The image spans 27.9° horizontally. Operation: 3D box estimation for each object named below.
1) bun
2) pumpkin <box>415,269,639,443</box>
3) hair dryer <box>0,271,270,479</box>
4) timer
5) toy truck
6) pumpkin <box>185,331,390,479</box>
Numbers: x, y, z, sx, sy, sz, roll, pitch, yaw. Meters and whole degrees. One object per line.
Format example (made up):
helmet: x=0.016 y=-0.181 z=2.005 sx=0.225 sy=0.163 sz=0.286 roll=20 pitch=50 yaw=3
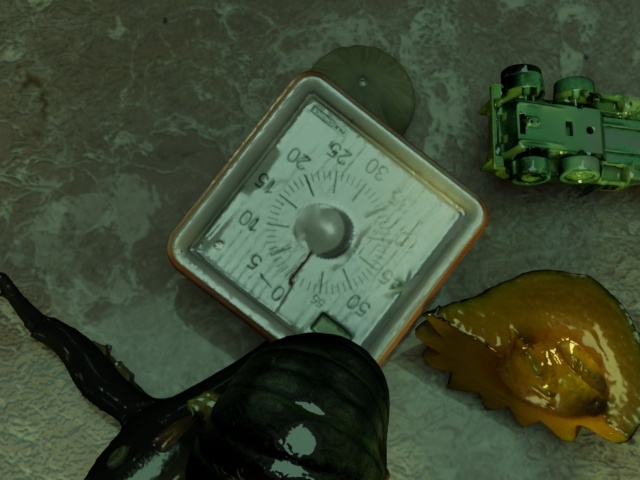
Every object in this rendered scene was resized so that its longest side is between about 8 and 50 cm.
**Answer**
bun: x=0.044 y=-0.169 z=1.494 sx=0.138 sy=0.094 sz=0.138 roll=0 pitch=75 yaw=-1
pumpkin: x=0.234 y=0.113 z=1.411 sx=0.254 sy=0.130 sz=0.149 roll=30 pitch=67 yaw=2
hair dryer: x=-0.210 y=0.121 z=1.396 sx=0.359 sy=0.120 sz=0.304 roll=40 pitch=66 yaw=16
timer: x=0.000 y=0.000 z=1.387 sx=0.257 sy=0.161 sz=0.250 roll=38 pitch=72 yaw=-2
toy truck: x=0.306 y=-0.111 z=1.482 sx=0.260 sy=0.135 sz=0.128 roll=3 pitch=73 yaw=-11
pumpkin: x=-0.033 y=0.205 z=1.240 sx=0.216 sy=0.250 sz=0.250 roll=31 pitch=73 yaw=11
